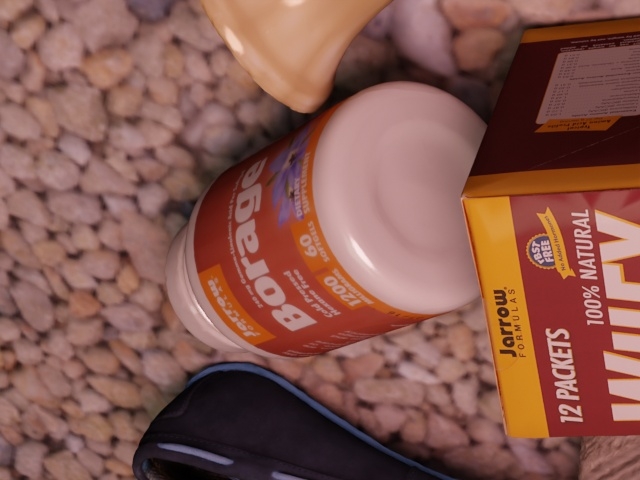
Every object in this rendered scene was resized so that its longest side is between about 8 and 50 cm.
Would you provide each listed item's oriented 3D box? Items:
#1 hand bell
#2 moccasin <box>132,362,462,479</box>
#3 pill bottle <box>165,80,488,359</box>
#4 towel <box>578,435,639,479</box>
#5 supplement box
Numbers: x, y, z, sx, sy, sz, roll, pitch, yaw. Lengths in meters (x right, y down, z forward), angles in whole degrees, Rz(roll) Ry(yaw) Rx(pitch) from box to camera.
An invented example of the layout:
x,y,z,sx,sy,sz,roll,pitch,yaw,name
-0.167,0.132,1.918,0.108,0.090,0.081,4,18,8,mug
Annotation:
x,y,z,sx,sy,sz,roll,pitch,yaw,name
0.063,-0.173,0.746,0.242,0.126,0.126,-28,112,22,hand bell
0.029,0.207,0.964,0.342,0.117,0.137,25,128,25,moccasin
0.000,0.000,0.846,0.121,0.121,0.216,44,149,-14,pill bottle
0.238,0.109,0.822,0.049,0.187,0.282,40,128,-16,towel
0.185,-0.015,0.729,0.191,0.194,0.129,-3,119,19,supplement box
